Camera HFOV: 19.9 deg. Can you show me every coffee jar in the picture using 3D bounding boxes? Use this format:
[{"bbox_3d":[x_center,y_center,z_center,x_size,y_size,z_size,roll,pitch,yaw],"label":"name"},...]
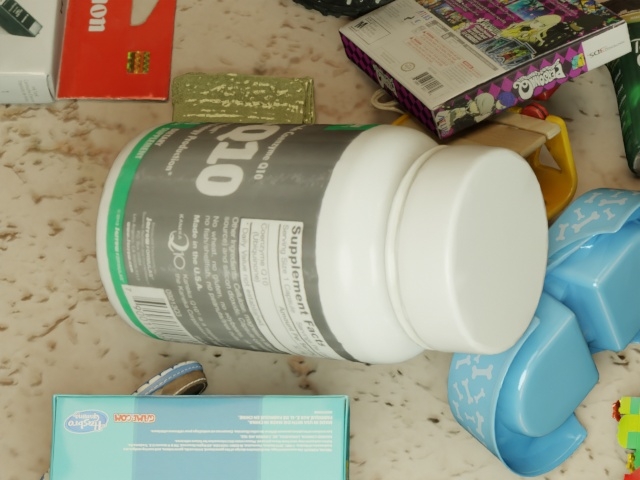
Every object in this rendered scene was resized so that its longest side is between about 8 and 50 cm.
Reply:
[{"bbox_3d":[0.330,-0.158,1.794,0.096,0.079,0.184,-10,61,-2],"label":"coffee jar"}]

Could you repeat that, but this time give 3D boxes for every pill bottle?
[{"bbox_3d":[0.000,0.000,1.583,0.361,0.204,0.204,3,58,34],"label":"pill bottle"}]

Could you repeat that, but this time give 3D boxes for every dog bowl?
[{"bbox_3d":[0.224,0.072,1.632,0.074,0.166,0.297,25,64,41],"label":"dog bowl"}]

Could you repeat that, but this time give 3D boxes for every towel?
[{"bbox_3d":[-0.079,-0.118,1.823,0.148,0.027,0.110,2,62,3],"label":"towel"}]

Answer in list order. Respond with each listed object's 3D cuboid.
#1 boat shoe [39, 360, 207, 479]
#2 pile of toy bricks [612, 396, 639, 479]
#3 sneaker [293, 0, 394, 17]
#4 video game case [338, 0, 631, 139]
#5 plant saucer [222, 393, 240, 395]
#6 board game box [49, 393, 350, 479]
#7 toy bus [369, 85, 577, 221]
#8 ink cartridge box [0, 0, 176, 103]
[{"bbox_3d":[-0.164,0.186,1.645,0.183,0.066,0.066,-42,72,-8],"label":"boat shoe"},{"bbox_3d":[0.306,0.163,1.621,0.105,0.118,0.212,0,75,35],"label":"pile of toy bricks"},{"bbox_3d":[-0.033,-0.320,1.893,0.271,0.100,0.108,26,59,15],"label":"sneaker"},{"bbox_3d":[0.155,-0.197,1.786,0.210,0.042,0.232,-26,33,-11],"label":"video game case"},{"bbox_3d":[-0.078,0.179,1.646,0.083,0.013,0.083,8,71,-24],"label":"plant saucer"},{"bbox_3d":[-0.103,0.300,1.532,0.254,0.079,0.336,0,73,3],"label":"board game box"},{"bbox_3d":[0.146,-0.074,1.741,0.191,0.104,0.202,-11,30,12],"label":"toy bus"},{"bbox_3d":[-0.271,-0.269,1.898,0.239,0.060,0.275,0,61,4],"label":"ink cartridge box"}]
